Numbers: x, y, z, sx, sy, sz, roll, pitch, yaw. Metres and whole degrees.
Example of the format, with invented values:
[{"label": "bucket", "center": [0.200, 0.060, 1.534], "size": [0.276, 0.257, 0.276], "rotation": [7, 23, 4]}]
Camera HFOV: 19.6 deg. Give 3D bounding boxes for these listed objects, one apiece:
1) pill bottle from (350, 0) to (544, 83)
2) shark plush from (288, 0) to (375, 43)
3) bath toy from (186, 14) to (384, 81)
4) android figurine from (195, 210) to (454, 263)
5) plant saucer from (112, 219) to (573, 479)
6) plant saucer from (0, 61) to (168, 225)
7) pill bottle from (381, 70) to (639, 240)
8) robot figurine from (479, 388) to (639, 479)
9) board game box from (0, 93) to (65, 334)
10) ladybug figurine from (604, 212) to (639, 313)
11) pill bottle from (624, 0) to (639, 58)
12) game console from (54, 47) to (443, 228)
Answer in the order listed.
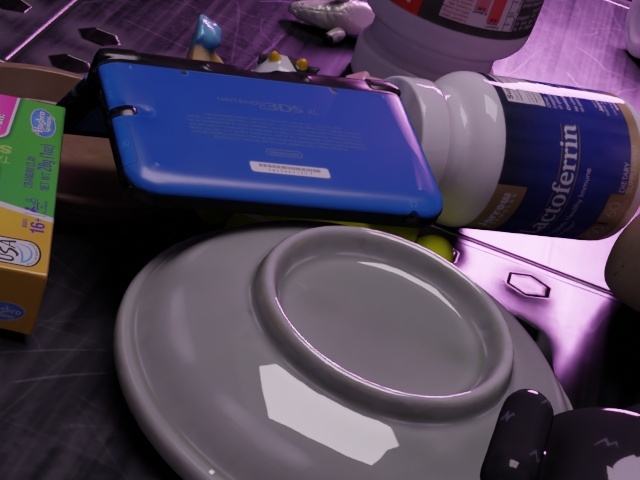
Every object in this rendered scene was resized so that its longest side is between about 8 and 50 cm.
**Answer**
[{"label": "pill bottle", "center": [0.172, -0.338, 2.158], "size": [0.210, 0.363, 0.210], "rotation": [16, 26, -8]}, {"label": "shark plush", "center": [0.043, -0.283, 2.322], "size": [0.161, 0.073, 0.067], "rotation": [-6, 5, -34]}, {"label": "bath toy", "center": [0.025, -0.129, 1.902], "size": [0.348, 0.129, 0.151], "rotation": [15, 14, -12]}, {"label": "android figurine", "center": [0.000, 0.000, 1.741], "size": [0.248, 0.056, 0.273], "rotation": [22, 24, 5]}, {"label": "plant saucer", "center": [0.040, 0.091, 1.478], "size": [0.400, 0.100, 0.400], "rotation": [16, 35, -11]}, {"label": "plant saucer", "center": [-0.247, -0.090, 1.761], "size": [0.278, 0.041, 0.278], "rotation": [15, 27, -8]}, {"label": "pill bottle", "center": [0.175, -0.084, 1.807], "size": [0.265, 0.153, 0.153], "rotation": [5, 30, -29]}, {"label": "robot figurine", "center": [0.191, 0.224, 1.287], "size": [0.209, 0.173, 0.278], "rotation": [25, 32, 7]}, {"label": "board game box", "center": [-0.376, -0.051, 1.519], "size": [0.317, 0.064, 0.242], "rotation": [11, 36, -13]}, {"label": "ladybug figurine", "center": [0.425, -0.011, 1.788], "size": [0.162, 0.305, 0.449], "rotation": [54, 11, 7]}, {"label": "pill bottle", "center": [0.535, -0.291, 2.606], "size": [0.193, 0.108, 0.108], "rotation": [10, 28, -19]}, {"label": "game console", "center": [-0.076, -0.065, 1.657], "size": [0.293, 0.173, 0.250], "rotation": [4, 44, -24]}]
